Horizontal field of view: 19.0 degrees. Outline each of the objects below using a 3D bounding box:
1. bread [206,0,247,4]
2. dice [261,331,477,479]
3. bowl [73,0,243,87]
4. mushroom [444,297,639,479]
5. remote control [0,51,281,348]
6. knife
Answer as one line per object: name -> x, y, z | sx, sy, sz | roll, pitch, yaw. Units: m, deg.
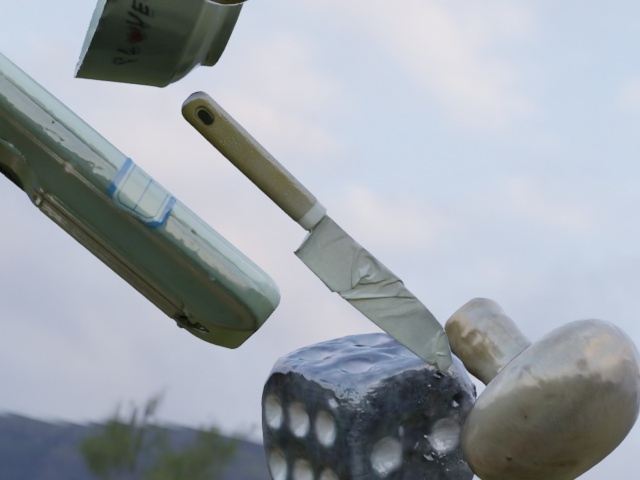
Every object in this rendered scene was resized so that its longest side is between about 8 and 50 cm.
bread -> -0.076, -0.223, 1.020 | 0.213, 0.105, 0.213 | 39, -13, 10
dice -> 0.053, 0.205, 2.066 | 0.183, 0.181, 0.182 | -13, 12, -34
bowl -> -0.122, -0.218, 1.609 | 0.112, 0.211, 0.211 | 19, -24, -12
mushroom -> 0.225, 0.142, 1.890 | 0.206, 0.209, 0.206 | -8, -23, -4
remote control -> -0.180, -0.035, 1.505 | 0.335, 0.065, 0.128 | 40, -17, -2
knife -> 0.000, 0.000, 1.467 | 0.298, 0.047, 0.017 | 43, -1, -10
